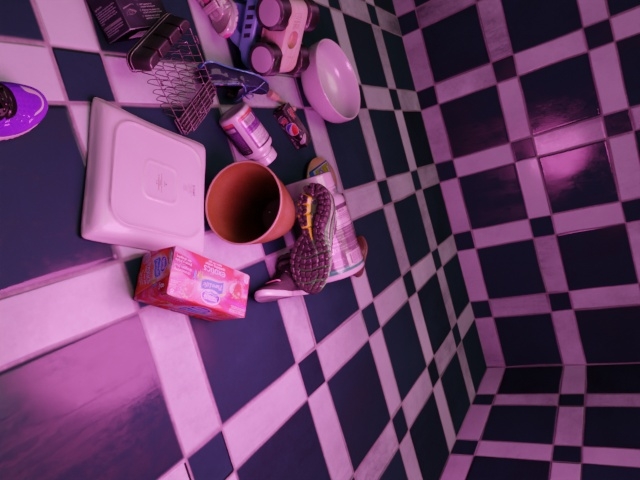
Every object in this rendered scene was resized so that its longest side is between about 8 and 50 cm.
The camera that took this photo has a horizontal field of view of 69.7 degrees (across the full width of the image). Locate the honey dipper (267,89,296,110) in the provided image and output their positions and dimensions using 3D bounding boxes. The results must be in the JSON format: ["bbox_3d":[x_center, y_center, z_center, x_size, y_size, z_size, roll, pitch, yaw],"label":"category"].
[{"bbox_3d":[-0.142,-0.521,1.725,0.160,0.030,0.031,13,69,-59],"label":"honey dipper"}]

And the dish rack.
[{"bbox_3d":[-0.381,-0.435,1.239,0.272,0.074,0.208,75,36,-55],"label":"dish rack"}]

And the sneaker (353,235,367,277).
[{"bbox_3d":[0.154,0.058,1.943,0.071,0.066,0.189,32,54,-47],"label":"sneaker"}]

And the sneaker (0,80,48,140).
[{"bbox_3d":[-0.607,-0.240,0.812,0.293,0.146,0.102,-33,108,-55],"label":"sneaker"}]

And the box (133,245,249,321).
[{"bbox_3d":[-0.314,0.117,1.155,0.256,0.128,0.123,31,54,-49],"label":"box"}]

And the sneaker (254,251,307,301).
[{"bbox_3d":[-0.126,0.114,1.473,0.295,0.104,0.147,1,77,-62],"label":"sneaker"}]

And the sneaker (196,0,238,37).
[{"bbox_3d":[-0.346,-0.759,1.438,0.111,0.102,0.253,-22,92,-53],"label":"sneaker"}]

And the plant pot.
[{"bbox_3d":[-0.172,-0.090,1.378,0.254,0.237,0.237,20,62,-69],"label":"plant pot"}]

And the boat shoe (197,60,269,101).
[{"bbox_3d":[-0.278,-0.489,1.461,0.258,0.109,0.089,-1,87,-40],"label":"boat shoe"}]

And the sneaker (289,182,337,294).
[{"bbox_3d":[0.000,0.000,1.448,0.146,0.134,0.344,8,89,-67],"label":"sneaker"}]

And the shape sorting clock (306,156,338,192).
[{"bbox_3d":[0.006,-0.229,1.836,0.206,0.040,0.207,19,67,-55],"label":"shape sorting clock"}]

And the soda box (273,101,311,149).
[{"bbox_3d":[-0.104,-0.427,1.725,0.169,0.053,0.060,53,40,-32],"label":"soda box"}]

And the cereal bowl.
[{"bbox_3d":[0.024,-0.645,1.910,0.339,0.141,0.339,26,58,-51],"label":"cereal bowl"}]

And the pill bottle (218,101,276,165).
[{"bbox_3d":[-0.223,-0.329,1.460,0.194,0.108,0.108,54,40,-33],"label":"pill bottle"}]

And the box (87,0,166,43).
[{"bbox_3d":[-0.489,-0.599,1.160,0.156,0.093,0.158,-48,120,-53],"label":"box"}]

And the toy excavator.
[{"bbox_3d":[-0.236,-0.808,1.522,0.222,0.445,0.433,-35,149,-52],"label":"toy excavator"}]

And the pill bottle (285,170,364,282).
[{"bbox_3d":[0.010,-0.048,1.633,0.204,0.204,0.361,-31,105,-56],"label":"pill bottle"}]

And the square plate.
[{"bbox_3d":[-0.415,-0.145,1.162,0.344,0.049,0.348,17,66,-53],"label":"square plate"}]
